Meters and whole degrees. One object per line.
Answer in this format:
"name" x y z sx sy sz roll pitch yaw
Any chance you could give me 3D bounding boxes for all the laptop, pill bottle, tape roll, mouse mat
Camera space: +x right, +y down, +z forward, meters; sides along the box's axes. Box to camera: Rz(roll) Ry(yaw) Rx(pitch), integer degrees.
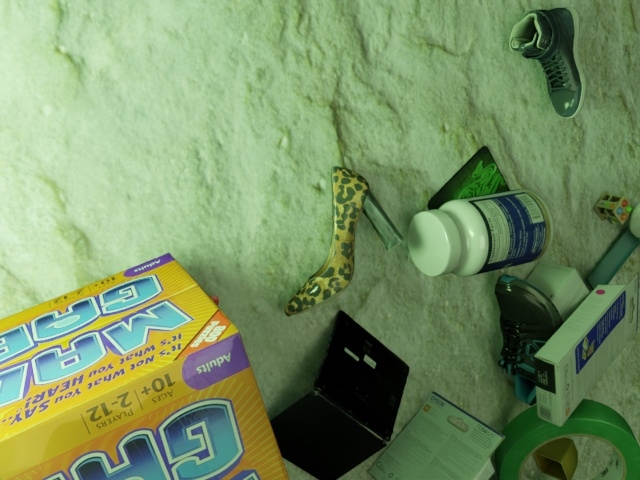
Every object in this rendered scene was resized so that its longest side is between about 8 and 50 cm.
"laptop" 0.029 0.313 1.382 0.234 0.136 0.264 42 54 -32
"pill bottle" 0.313 -0.013 1.381 0.264 0.153 0.153 -9 107 -28
"tape roll" 0.568 0.512 1.617 0.321 0.077 0.321 1 117 3
"mouse mat" 0.312 -0.082 1.458 0.189 0.007 0.152 -45 120 -15

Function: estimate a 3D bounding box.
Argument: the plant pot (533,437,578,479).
"plant pot" 0.588 0.529 1.734 0.083 0.081 0.081 -42 120 -28

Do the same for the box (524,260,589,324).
"box" 0.520 0.116 1.574 0.102 0.101 0.087 -49 121 -14

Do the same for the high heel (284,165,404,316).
"high heel" 0.000 0.000 1.262 0.261 0.093 0.186 -38 101 -8

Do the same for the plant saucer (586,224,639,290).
"plant saucer" 0.717 0.047 1.726 0.192 0.018 0.067 -48 121 -13

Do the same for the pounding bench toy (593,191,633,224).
"pounding bench toy" 0.699 -0.067 1.658 0.083 0.065 0.052 42 79 -32

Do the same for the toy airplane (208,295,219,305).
"toy airplane" -0.240 0.131 1.166 0.151 0.028 0.151 -7 106 -27

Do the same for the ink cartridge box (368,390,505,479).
"ink cartridge box" 0.235 0.440 1.413 0.224 0.223 0.045 -48 121 -11

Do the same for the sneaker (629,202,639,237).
"sneaker" 0.789 -0.053 1.702 0.212 0.080 0.094 44 43 -49

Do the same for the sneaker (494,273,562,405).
"sneaker" 0.453 0.224 1.547 0.139 0.125 0.341 -40 119 -18

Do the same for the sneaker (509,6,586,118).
"sneaker" 0.455 -0.353 1.419 0.163 0.086 0.226 -15 100 -39

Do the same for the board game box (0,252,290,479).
"board game box" -0.275 0.281 0.969 0.356 0.356 0.356 -23 113 -19

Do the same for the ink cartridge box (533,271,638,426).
"ink cartridge box" 0.592 0.225 1.548 0.371 0.069 0.176 -33 125 -32
